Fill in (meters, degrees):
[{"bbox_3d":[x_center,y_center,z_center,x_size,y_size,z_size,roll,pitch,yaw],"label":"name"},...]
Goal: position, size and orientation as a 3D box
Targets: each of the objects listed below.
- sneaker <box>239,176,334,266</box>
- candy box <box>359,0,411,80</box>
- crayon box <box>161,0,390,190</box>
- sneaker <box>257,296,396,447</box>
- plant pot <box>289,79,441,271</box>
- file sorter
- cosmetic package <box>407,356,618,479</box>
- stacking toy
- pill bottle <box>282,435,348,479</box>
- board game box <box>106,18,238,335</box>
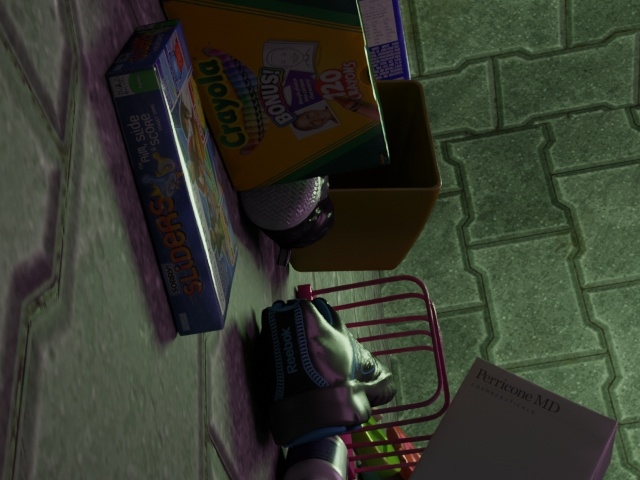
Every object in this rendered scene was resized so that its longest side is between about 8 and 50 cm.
[{"bbox_3d":[-0.023,-0.103,1.335,0.153,0.101,0.269,82,21,-60],"label":"sneaker"},{"bbox_3d":[0.017,-0.363,1.801,0.268,0.122,0.317,-147,-136,-64],"label":"candy box"},{"bbox_3d":[-0.036,-0.171,1.116,0.278,0.165,0.081,72,10,-54],"label":"crayon box"},{"bbox_3d":[0.006,0.123,1.253,0.341,0.125,0.140,28,48,-86],"label":"sneaker"},{"bbox_3d":[0.033,-0.071,1.547,0.187,0.212,0.212,93,-5,-46],"label":"plant pot"},{"bbox_3d":[0.089,0.196,1.666,0.291,0.182,0.202,70,12,-63],"label":"file sorter"},{"bbox_3d":[0.212,0.374,1.527,0.385,0.217,0.156,-60,158,-21],"label":"cosmetic package"},{"bbox_3d":[0.086,0.398,1.960,0.279,0.130,0.309,53,7,-8],"label":"stacking toy"},{"bbox_3d":[-0.006,0.244,1.194,0.120,0.067,0.067,-79,159,-75],"label":"pill bottle"},{"bbox_3d":[-0.104,-0.049,0.868,0.136,0.035,0.201,-88,167,-67],"label":"board game box"}]
